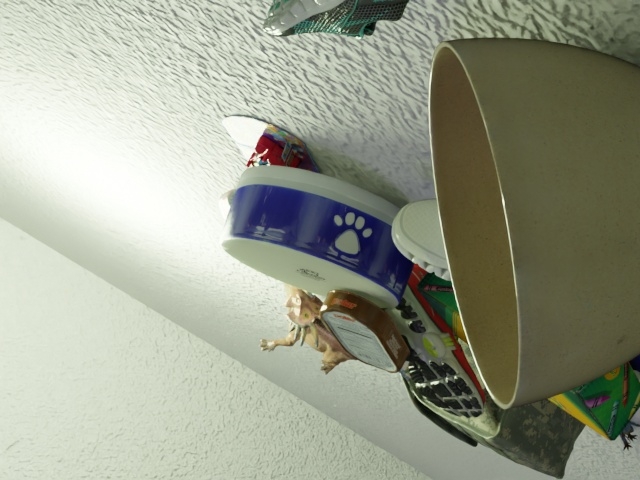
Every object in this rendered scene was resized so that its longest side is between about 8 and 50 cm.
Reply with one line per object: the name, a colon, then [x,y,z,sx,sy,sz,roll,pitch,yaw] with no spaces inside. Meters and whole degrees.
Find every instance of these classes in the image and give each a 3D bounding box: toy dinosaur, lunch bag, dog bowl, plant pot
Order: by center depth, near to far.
plant pot: [0.206,-0.028,0.663,0.190,0.284,0.284,-10,158,0]
dog bowl: [0.000,0.000,1.169,0.264,0.104,0.265,18,167,4]
lunch bag: [0.282,0.273,1.502,0.235,0.169,0.287,37,168,-39]
toy dinosaur: [0.533,0.333,1.510,0.090,0.047,0.082,19,145,57]
toy dinosaur: [0.013,0.190,1.741,0.295,0.127,0.200,28,157,-22]

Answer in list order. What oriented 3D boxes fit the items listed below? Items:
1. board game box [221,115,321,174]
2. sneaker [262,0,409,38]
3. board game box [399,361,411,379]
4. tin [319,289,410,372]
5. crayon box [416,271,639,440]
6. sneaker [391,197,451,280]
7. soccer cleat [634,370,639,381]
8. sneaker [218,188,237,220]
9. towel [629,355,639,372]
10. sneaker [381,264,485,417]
board game box: [-0.069,-0.105,1.155,0.133,0.033,0.169,19,160,25]
sneaker: [0.011,-0.197,0.736,0.076,0.065,0.166,32,164,-28]
board game box: [0.078,0.104,1.374,0.194,0.060,0.194,40,-164,-44]
tin: [0.064,0.134,1.227,0.106,0.040,0.190,11,152,30]
crayon box: [0.274,0.131,1.125,0.278,0.081,0.165,34,171,44]
sneaker: [0.214,-0.010,0.917,0.292,0.110,0.118,10,149,24]
soccer cleat: [0.455,0.185,1.167,0.196,0.068,0.076,18,156,7]
sneaker: [-0.108,-0.036,1.383,0.134,0.051,0.070,39,161,-23]
towel: [0.512,0.161,1.009,0.308,0.076,0.228,26,170,2]
sneaker: [0.190,0.153,1.308,0.107,0.118,0.279,-7,122,45]
